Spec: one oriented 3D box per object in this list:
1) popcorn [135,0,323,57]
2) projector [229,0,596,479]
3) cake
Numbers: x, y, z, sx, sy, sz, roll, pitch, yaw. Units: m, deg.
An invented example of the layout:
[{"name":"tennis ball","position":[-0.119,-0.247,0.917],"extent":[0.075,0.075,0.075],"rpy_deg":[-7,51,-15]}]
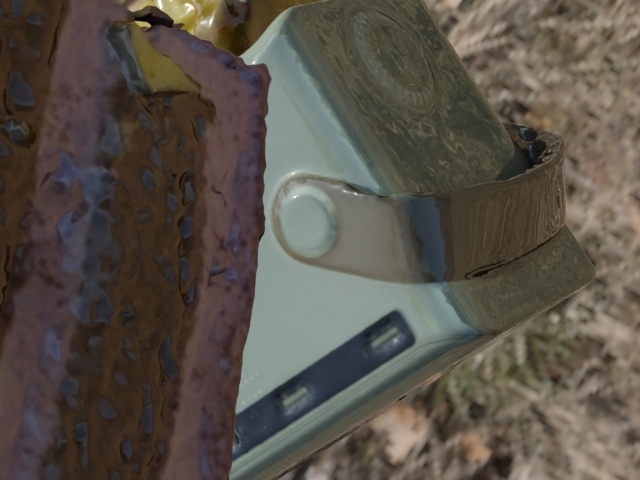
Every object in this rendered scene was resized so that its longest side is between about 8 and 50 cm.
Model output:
[{"name":"popcorn","position":[-0.039,-0.082,1.139],"extent":[0.140,0.163,0.194],"rpy_deg":[-16,104,21]},{"name":"projector","position":[0.000,0.000,0.942],"extent":[0.242,0.163,0.177],"rpy_deg":[-35,84,34]},{"name":"cake","position":[-0.079,0.047,0.557],"extent":[0.116,0.295,0.113],"rpy_deg":[13,152,-27]}]
